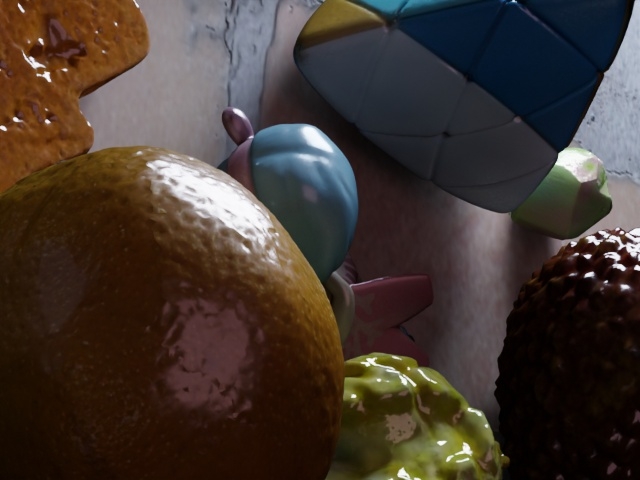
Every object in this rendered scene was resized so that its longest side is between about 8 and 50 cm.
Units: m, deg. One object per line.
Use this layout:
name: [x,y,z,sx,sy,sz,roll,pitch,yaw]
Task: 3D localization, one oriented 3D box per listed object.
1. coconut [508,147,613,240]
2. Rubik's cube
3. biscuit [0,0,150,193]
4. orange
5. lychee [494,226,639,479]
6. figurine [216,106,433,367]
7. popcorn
coconut: [0.202,-0.039,1.571,0.083,0.081,0.082,90,19,-52]
Rubik's cube: [0.082,-0.177,1.465,0.254,0.254,0.254,17,64,-39]
biscuit: [-0.242,-0.113,1.195,0.284,0.043,0.306,31,58,-34]
orange: [-0.113,0.073,1.105,0.264,0.264,0.264,17,64,-39]
lychee: [0.243,0.117,1.451,0.236,0.236,0.271,28,83,-34]
figurine: [0.011,0.001,1.333,0.260,0.103,0.205,52,32,-42]
popcorn: [0.024,0.165,1.257,0.167,0.185,0.187,23,69,-23]
